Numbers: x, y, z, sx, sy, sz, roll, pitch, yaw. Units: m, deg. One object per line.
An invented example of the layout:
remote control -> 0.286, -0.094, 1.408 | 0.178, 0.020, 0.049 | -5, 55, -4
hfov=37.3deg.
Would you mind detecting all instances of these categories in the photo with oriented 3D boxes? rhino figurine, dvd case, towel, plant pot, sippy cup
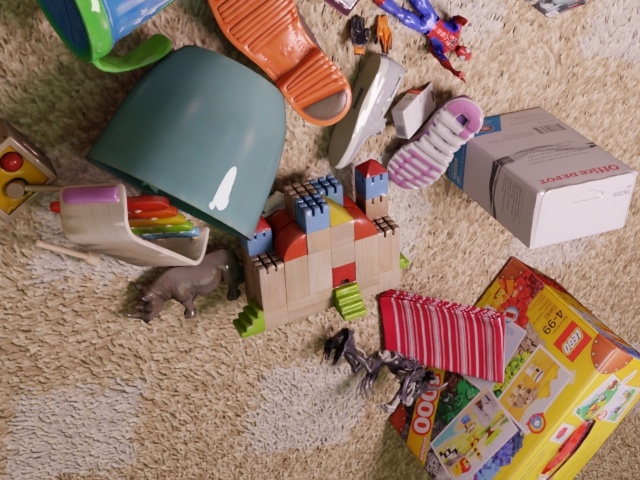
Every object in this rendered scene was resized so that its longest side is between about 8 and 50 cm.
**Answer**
rhino figurine -> -0.255, 0.088, 1.782 | 0.243, 0.073, 0.106 | -23, 132, -12
dvd case -> 0.431, -0.462, 1.788 | 0.119, 0.087, 0.013 | 23, 66, -35
towel -> 0.261, 0.208, 2.045 | 0.031, 0.275, 0.198 | -54, 146, -45
plant pot -> -0.191, -0.168, 1.522 | 0.293, 0.293, 0.235 | 30, 83, -38
sippy cup -> -0.291, -0.406, 1.355 | 0.224, 0.240, 0.305 | -32, 174, -19

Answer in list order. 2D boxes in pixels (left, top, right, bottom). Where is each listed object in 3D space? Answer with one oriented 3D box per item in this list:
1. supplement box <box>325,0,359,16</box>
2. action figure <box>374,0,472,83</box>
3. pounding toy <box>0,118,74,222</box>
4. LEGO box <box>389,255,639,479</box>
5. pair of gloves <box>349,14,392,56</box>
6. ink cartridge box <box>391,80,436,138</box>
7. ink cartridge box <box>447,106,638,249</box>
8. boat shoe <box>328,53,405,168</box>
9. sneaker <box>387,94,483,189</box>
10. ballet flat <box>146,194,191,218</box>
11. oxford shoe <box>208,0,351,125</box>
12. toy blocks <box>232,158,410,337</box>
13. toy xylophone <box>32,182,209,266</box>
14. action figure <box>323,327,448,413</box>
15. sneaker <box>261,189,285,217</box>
supplement box -> 0.054, -0.476, 1.555 | 0.081, 0.104, 0.188 | 30, 104, -39
action figure -> 0.198, -0.381, 1.679 | 0.280, 0.139, 0.091 | 28, 105, -41
pounding toy -> -0.482, -0.102, 1.516 | 0.130, 0.100, 0.141 | -41, 130, 2
LEGO box -> 0.440, 0.353, 2.131 | 0.193, 0.372, 0.500 | 24, 106, -38
pair of gloves -> 0.090, -0.364, 1.688 | 0.083, 0.010, 0.074 | -5, 88, -23
ink cartridge box -> 0.179, -0.251, 1.810 | 0.115, 0.029, 0.062 | -49, 139, -35
ink cartridge box -> 0.420, -0.128, 1.846 | 0.223, 0.307, 0.129 | -12, 125, -21
boat shoe -> 0.090, -0.229, 1.753 | 0.081, 0.079, 0.227 | 15, 109, -30
sneaker -> 0.226, -0.196, 1.842 | 0.095, 0.104, 0.236 | 39, 120, -10
ballet flat -> -0.199, -0.084, 1.698 | 0.232, 0.073, 0.080 | -19, 127, -16
oxford shoe -> -0.087, -0.349, 1.564 | 0.130, 0.132, 0.363 | -33, 112, 3
toy blocks -> 0.000, 0.000, 1.777 | 0.382, 0.190, 0.260 | -17, 128, -18
toy xylophone -> -0.330, -0.014, 1.577 | 0.236, 0.081, 0.322 | -1, 168, 11
action figure -> 0.135, 0.295, 2.048 | 0.276, 0.164, 0.140 | 29, 79, -18
sneaker -> -0.094, -0.072, 1.790 | 0.109, 0.040, 0.043 | -19, 113, -22
